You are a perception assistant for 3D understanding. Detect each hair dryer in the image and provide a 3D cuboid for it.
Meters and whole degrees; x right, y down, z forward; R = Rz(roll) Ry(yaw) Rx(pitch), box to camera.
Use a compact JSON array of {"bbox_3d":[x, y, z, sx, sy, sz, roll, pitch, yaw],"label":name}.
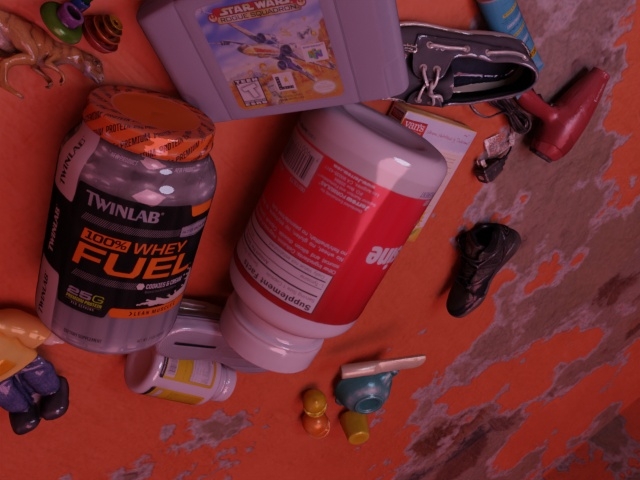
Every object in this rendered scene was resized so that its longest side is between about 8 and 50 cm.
[{"bbox_3d":[0.412,-0.235,1.110,0.294,0.080,0.223,-27,134,-12],"label":"hair dryer"}]

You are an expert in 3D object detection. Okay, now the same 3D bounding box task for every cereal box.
[{"bbox_3d":[0.151,-0.113,1.068,0.173,0.047,0.240,8,119,-36],"label":"cereal box"}]

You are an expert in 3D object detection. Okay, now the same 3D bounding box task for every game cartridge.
[{"bbox_3d":[-0.055,-0.239,0.722,0.298,0.062,0.198,-5,149,14],"label":"game cartridge"}]

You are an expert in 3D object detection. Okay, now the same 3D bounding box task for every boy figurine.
[{"bbox_3d":[-0.469,0.166,0.880,0.177,0.092,0.285,-23,137,-11],"label":"boy figurine"}]

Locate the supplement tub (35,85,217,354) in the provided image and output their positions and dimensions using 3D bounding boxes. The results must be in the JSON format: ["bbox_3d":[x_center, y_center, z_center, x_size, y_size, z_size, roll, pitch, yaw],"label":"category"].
[{"bbox_3d":[-0.251,-0.025,0.787,0.194,0.193,0.315,2,123,-33],"label":"supplement tub"}]

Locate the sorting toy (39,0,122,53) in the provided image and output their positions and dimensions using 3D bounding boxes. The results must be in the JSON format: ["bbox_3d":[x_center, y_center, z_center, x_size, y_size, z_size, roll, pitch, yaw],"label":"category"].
[{"bbox_3d":[-0.264,-0.252,0.685,0.042,0.061,0.102,-27,170,23],"label":"sorting toy"}]

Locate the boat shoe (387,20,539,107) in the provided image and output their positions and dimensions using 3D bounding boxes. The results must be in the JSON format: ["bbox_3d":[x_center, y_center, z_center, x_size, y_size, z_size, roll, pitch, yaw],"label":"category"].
[{"bbox_3d":[0.177,-0.256,0.908,0.320,0.099,0.116,-6,132,-13],"label":"boat shoe"}]

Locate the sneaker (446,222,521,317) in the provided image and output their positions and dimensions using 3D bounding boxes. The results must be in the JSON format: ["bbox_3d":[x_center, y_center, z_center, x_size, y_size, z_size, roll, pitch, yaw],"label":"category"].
[{"bbox_3d":[0.318,0.057,1.283,0.130,0.087,0.227,21,108,-39],"label":"sneaker"}]

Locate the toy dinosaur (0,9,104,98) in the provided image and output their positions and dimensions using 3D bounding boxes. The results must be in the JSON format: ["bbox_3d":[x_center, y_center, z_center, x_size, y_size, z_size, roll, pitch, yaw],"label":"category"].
[{"bbox_3d":[-0.346,-0.228,0.673,0.211,0.064,0.112,31,87,-53],"label":"toy dinosaur"}]

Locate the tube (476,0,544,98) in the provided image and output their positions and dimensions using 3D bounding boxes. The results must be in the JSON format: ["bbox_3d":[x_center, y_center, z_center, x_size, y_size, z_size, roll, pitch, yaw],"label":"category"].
[{"bbox_3d":[0.314,-0.329,0.989,0.080,0.052,0.207,-48,134,-1],"label":"tube"}]

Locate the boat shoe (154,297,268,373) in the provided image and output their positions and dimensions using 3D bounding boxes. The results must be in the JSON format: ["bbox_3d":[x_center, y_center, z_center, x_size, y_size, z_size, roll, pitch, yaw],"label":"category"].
[{"bbox_3d":[-0.160,0.159,1.058,0.302,0.094,0.109,23,120,-44],"label":"boat shoe"}]

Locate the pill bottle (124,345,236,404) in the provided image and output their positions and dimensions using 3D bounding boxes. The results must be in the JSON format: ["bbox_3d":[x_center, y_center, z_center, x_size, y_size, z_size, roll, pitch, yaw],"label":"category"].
[{"bbox_3d":[-0.241,0.232,1.062,0.184,0.103,0.103,29,106,-43],"label":"pill bottle"}]

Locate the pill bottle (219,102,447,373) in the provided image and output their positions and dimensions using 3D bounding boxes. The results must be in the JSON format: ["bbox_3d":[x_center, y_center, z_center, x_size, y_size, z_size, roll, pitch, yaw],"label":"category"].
[{"bbox_3d":[0.000,0.000,0.937,0.229,0.229,0.407,11,118,-37],"label":"pill bottle"}]

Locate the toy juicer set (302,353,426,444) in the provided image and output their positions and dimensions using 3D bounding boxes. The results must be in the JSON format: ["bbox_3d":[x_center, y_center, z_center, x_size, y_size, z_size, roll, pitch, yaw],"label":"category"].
[{"bbox_3d":[0.067,0.331,1.353,0.210,0.089,0.328,11,127,-23],"label":"toy juicer set"}]
